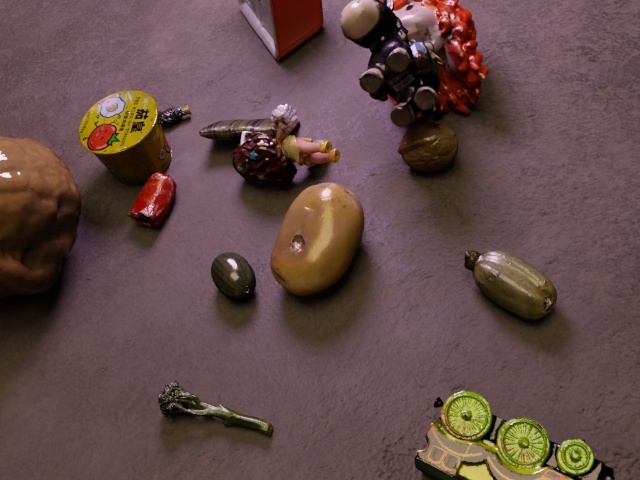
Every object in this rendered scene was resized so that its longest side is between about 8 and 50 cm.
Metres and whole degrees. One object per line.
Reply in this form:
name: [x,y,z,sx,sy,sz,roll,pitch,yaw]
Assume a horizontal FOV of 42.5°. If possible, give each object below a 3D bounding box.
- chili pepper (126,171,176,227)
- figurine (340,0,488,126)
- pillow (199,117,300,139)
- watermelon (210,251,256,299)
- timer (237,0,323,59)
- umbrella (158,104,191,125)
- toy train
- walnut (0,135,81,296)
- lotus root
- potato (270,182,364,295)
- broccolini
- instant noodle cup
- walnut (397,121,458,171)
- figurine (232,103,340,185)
chili pepper: [-0.352,-0.088,1.756,0.070,0.073,0.123,32,62,-17]
figurine: [0.183,-0.383,1.686,0.306,0.241,0.412,47,33,13]
pillow: [-0.154,-0.247,1.818,0.203,0.038,0.113,0,18,13]
watermelon: [-0.168,0.071,1.599,0.078,0.078,0.110,-32,57,-10]
timer: [-0.126,-0.610,1.953,0.161,0.257,0.250,-36,58,-21]
umbrella: [-0.370,-0.280,1.909,0.144,0.037,0.040,-21,75,-1]
toy train: [0.299,0.350,1.289,0.296,0.100,0.160,21,70,24]
walnut: [-0.661,-0.045,1.610,0.384,0.383,0.383,-6,55,9]
lotus root: [0.337,0.073,1.480,0.183,0.077,0.090,32,61,26]
potato: [0.000,0.000,1.573,0.150,0.146,0.234,-7,58,62]
broccolini: [-0.189,0.303,1.454,0.216,0.058,0.067,13,57,20]
instant noodle cup: [-0.418,-0.216,1.812,0.182,0.144,0.182,-7,55,10]
walnut: [0.219,-0.191,1.679,0.124,0.105,0.105,-11,54,11]
figurine: [-0.073,-0.183,1.707,0.240,0.175,0.115,-10,54,28]
